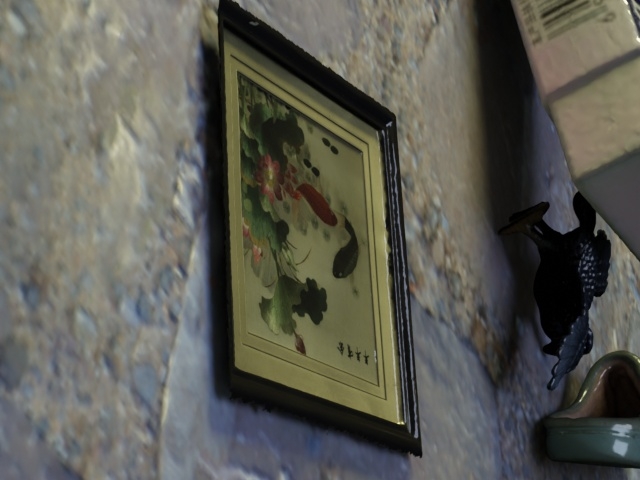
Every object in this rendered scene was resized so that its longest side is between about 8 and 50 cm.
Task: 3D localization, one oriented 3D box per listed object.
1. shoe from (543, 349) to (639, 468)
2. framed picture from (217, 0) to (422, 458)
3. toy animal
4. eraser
[{"bbox_3d":[0.208,0.112,1.105,0.195,0.079,0.078,5,87,-57],"label":"shoe"},{"bbox_3d":[0.000,0.000,0.832,0.195,0.010,0.199,27,55,-57],"label":"framed picture"},{"bbox_3d":[0.158,0.024,1.070,0.220,0.062,0.108,-47,119,-66],"label":"toy animal"},{"bbox_3d":[0.185,-0.131,1.099,0.130,0.086,0.287,38,32,-45],"label":"eraser"}]
